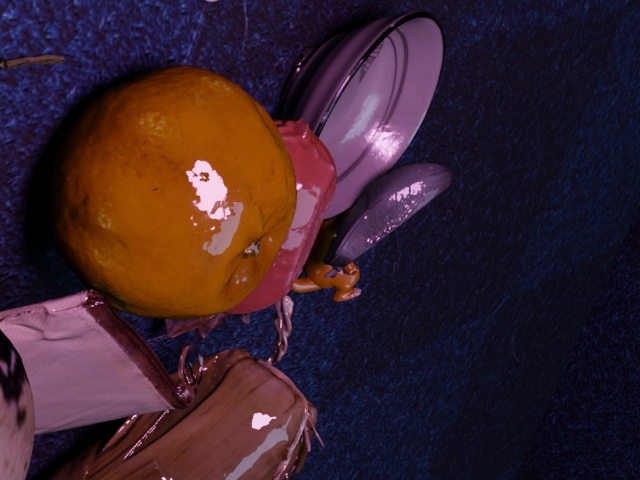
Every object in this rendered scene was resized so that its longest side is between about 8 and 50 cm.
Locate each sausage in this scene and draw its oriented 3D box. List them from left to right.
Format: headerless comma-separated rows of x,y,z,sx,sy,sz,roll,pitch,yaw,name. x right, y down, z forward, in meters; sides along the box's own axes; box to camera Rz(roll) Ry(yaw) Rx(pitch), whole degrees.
-0.065,-0.031,1.723,0.148,0.148,0.254,-13,125,-58,sausage

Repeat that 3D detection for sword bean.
-0.283,-0.176,1.414,0.083,0.012,0.012,-18,134,-54,sword bean

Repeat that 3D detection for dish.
0.033,-0.179,1.895,0.316,0.106,0.316,-45,155,-27,dish

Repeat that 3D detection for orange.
-0.152,-0.046,1.535,0.279,0.235,0.279,-38,143,-35,orange

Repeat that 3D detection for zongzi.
-0.221,0.292,1.724,0.500,0.218,0.467,-49,161,17,zongzi

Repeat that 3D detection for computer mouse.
0.079,-0.040,1.972,0.229,0.068,0.113,-38,177,2,computer mouse

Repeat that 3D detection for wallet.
-0.290,0.139,1.538,0.274,0.068,0.335,-16,154,6,wallet

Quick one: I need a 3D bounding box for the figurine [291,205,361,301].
-0.003,-0.001,2.065,0.122,0.121,0.176,-6,114,-27,figurine

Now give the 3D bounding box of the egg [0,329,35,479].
-0.427,0.200,1.249,0.379,0.287,0.288,-31,146,-21,egg

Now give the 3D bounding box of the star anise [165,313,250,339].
-0.122,0.037,1.867,0.231,0.089,0.209,5,123,-57,star anise
